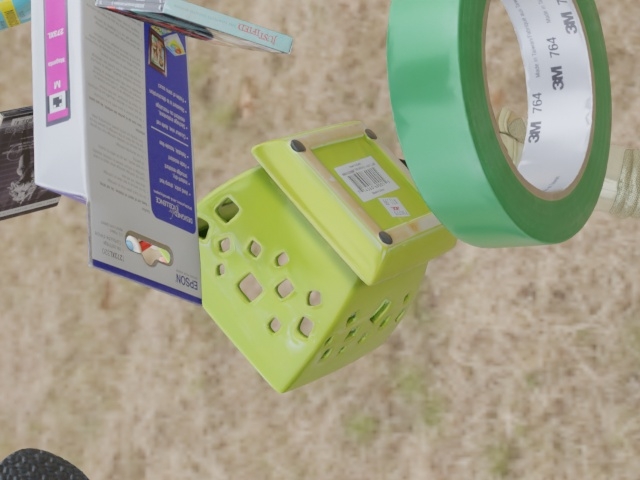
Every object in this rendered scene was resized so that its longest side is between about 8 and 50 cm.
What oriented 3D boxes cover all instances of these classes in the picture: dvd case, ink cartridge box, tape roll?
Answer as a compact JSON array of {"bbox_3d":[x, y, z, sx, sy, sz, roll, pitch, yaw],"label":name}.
[{"bbox_3d":[-0.419,-0.114,1.870,0.018,0.165,0.221,48,131,22],"label":"dvd case"},{"bbox_3d":[-0.081,-0.136,0.808,0.119,0.087,0.013,24,98,60],"label":"dvd case"},{"bbox_3d":[-0.184,-0.129,1.178,0.069,0.176,0.370,-15,70,23],"label":"ink cartridge box"},{"bbox_3d":[0.180,-0.153,1.242,0.077,0.321,0.321,-3,83,36],"label":"tape roll"}]

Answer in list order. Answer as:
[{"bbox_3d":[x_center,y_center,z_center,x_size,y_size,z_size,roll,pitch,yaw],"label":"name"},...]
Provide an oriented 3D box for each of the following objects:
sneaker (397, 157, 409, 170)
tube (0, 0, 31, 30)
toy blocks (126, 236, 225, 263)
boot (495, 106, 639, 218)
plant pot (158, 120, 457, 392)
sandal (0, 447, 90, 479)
[{"bbox_3d":[0.076,-0.087,1.887,0.118,0.222,0.083,149,118,-69],"label":"sneaker"},{"bbox_3d":[-0.422,-0.268,1.574,0.080,0.207,0.052,139,114,-82],"label":"tube"},{"bbox_3d":[-0.225,0.006,1.821,0.123,0.148,0.054,17,125,37],"label":"toy blocks"},{"bbox_3d":[0.310,-0.097,1.615,0.262,0.204,0.095,-61,-19,-76],"label":"boot"},{"bbox_3d":[0.000,0.000,1.425,0.227,0.228,0.207,49,122,14],"label":"plant pot"},{"bbox_3d":[-0.344,0.484,1.830,0.445,0.168,0.107,49,136,29],"label":"sandal"}]
